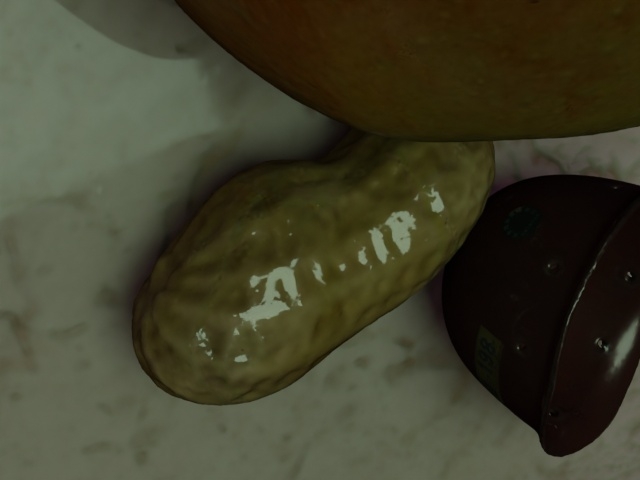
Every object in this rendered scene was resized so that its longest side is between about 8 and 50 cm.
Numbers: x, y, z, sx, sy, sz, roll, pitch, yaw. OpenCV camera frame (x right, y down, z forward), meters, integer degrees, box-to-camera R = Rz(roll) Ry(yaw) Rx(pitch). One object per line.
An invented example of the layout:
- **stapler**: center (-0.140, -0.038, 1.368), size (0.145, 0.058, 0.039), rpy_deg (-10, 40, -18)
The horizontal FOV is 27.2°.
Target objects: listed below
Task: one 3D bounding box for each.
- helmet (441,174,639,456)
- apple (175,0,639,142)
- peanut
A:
- **helmet**: center (0.127, 0.032, 0.751), size (0.155, 0.106, 0.175), rpy_deg (-51, 146, -21)
- **apple**: center (0.065, -0.196, 0.554), size (0.338, 0.338, 0.305), rpy_deg (-35, 135, -13)
- **peanut**: center (0.000, 0.000, 0.689), size (0.226, 0.095, 0.108), rpy_deg (-33, 118, -15)
